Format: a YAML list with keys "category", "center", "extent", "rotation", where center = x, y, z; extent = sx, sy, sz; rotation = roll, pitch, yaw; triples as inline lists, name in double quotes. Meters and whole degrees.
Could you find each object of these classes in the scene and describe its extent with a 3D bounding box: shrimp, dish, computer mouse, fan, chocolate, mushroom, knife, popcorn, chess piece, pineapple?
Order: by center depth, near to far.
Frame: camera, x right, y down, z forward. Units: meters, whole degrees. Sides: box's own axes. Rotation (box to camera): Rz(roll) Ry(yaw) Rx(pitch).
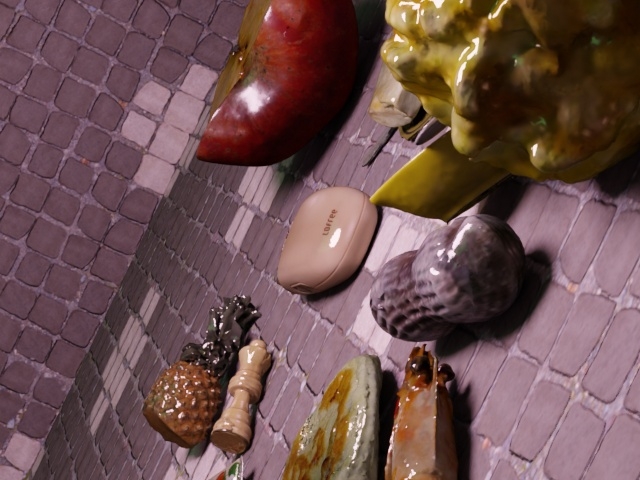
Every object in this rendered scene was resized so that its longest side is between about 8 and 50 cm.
- category: "popcorn"
  center: [0.188, -0.189, 1.410]
  extent: [0.282, 0.282, 0.247]
  rotation: [-61, 3, 13]
- category: "shrimp"
  center: [0.088, 0.222, 1.506]
  extent: [0.154, 0.062, 0.294]
  rotation: [124, 163, -50]
- category: "chocolate"
  center: [0.128, 0.042, 1.579]
  extent: [0.110, 0.110, 0.248]
  rotation: [-70, 12, -20]
- category: "knife"
  center: [0.143, -0.140, 1.661]
  extent: [0.081, 0.043, 0.336]
  rotation: [-46, -7, 26]
- category: "dish"
  center: [0.156, -0.077, 1.675]
  extent: [0.208, 0.080, 0.149]
  rotation: [-36, -5, 0]
- category: "mushroom"
  center: [0.143, -0.297, 2.114]
  extent: [0.100, 0.081, 0.312]
  rotation: [-35, 35, 67]
- category: "fan"
  center: [0.141, -0.209, 2.130]
  extent: [0.335, 0.011, 0.229]
  rotation: [-52, 18, 39]
- category: "computer mouse"
  center: [0.000, 0.000, 2.140]
  extent: [0.145, 0.082, 0.236]
  rotation: [-69, 16, -13]
- category: "chess piece"
  center: [-0.106, 0.213, 2.213]
  extent: [0.060, 0.060, 0.172]
  rotation: [-47, 20, 50]
- category: "pineapple"
  center: [-0.173, 0.192, 2.410]
  extent: [0.251, 0.125, 0.125]
  rotation: [-59, 11, -23]

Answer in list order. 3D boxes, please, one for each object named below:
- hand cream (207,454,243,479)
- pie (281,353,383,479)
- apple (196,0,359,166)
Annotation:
- category: "hand cream"
  center: [-0.170, 0.376, 2.162]
  extent: [0.276, 0.059, 0.095]
  rotation: [-40, 37, 51]
- category: "pie"
  center: [0.018, 0.237, 1.737]
  extent: [0.240, 0.054, 0.240]
  rotation: [-60, 15, 27]
- category: "apple"
  center: [-0.086, -0.284, 2.529]
  extent: [0.329, 0.295, 0.365]
  rotation: [-26, 13, 0]
